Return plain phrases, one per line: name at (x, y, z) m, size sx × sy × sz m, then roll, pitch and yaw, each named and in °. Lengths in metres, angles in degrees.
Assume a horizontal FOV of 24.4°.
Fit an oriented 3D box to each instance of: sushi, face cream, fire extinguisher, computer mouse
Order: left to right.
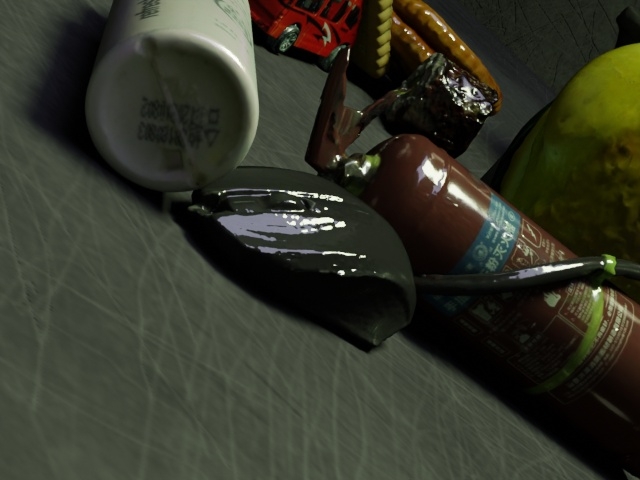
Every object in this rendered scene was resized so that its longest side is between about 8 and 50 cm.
face cream at (-0.085, -0.121, 0.893) m, size 0.092 × 0.092 × 0.311 m, roll 38°, pitch 15°, yaw -16°
computer mouse at (0.000, 0.000, 0.821) m, size 0.172 × 0.057 × 0.099 m, roll 25°, pitch 27°, yaw -43°
sushi at (0.116, -0.130, 1.445) m, size 0.084 × 0.094 × 0.098 m, roll 35°, pitch 20°, yaw -14°
fire extinguisher at (0.120, 0.015, 0.958) m, size 0.341 × 0.141 × 0.105 m, roll 37°, pitch -16°, yaw -18°

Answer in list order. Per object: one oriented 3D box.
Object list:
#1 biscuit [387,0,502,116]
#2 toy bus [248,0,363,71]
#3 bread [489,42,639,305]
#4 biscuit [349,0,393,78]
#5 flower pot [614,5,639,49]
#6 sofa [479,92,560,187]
biscuit at (0.101, -0.202, 1.569) m, size 0.220 × 0.066 × 0.220 m, roll 47°, pitch -2°, yaw 2°
toy bus at (-0.015, -0.224, 1.375) m, size 0.081 × 0.089 × 0.195 m, roll 46°, pitch 15°, yaw 17°
bread at (0.305, 0.024, 1.177) m, size 0.376 × 0.251 × 0.208 m, roll 43°, pitch 19°, yaw -9°
biscuit at (-0.019, -0.285, 1.482) m, size 0.254 × 0.029 × 0.172 m, roll 45°, pitch -22°, yaw 25°
flower pot at (0.418, -0.073, 1.737) m, size 0.379 × 0.251 × 0.379 m, roll 36°, pitch 17°, yaw -13°
sofa at (0.196, -0.049, 1.299) m, size 0.085 × 0.147 × 0.060 m, roll 33°, pitch 19°, yaw -22°
